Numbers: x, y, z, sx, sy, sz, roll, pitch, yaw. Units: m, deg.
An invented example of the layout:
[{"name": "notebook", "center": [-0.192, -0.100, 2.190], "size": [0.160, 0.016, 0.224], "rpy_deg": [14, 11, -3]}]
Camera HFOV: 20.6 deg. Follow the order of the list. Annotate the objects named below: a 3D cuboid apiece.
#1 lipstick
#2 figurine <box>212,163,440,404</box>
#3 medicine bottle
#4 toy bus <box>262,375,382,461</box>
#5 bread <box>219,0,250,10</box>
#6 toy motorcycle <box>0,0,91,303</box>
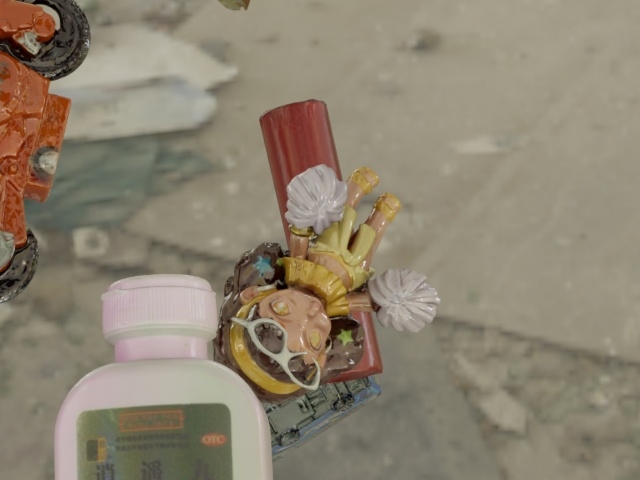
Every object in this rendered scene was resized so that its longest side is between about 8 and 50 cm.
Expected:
[{"name": "lipstick", "center": [0.001, 0.000, 1.727], "size": [0.073, 0.280, 0.073], "rpy_deg": [-12, -11, -2]}, {"name": "figurine", "center": [-0.001, 0.035, 1.514], "size": [0.240, 0.175, 0.116], "rpy_deg": [-52, 18, -24]}, {"name": "medicine bottle", "center": [-0.084, 0.130, 0.951], "size": [0.115, 0.078, 0.219], "rpy_deg": [-4, 77, 5]}, {"name": "toy bus", "center": [-0.008, 0.172, 1.806], "size": [0.153, 0.061, 0.051], "rpy_deg": [-33, 67, 12]}, {"name": "bread", "center": [-0.115, -0.317, 2.049], "size": [0.043, 0.109, 0.062], "rpy_deg": [2, 66, 33]}, {"name": "toy motorcycle", "center": [-0.336, -0.098, 1.558], "size": [0.221, 0.148, 0.326], "rpy_deg": [14, 70, -11]}]
